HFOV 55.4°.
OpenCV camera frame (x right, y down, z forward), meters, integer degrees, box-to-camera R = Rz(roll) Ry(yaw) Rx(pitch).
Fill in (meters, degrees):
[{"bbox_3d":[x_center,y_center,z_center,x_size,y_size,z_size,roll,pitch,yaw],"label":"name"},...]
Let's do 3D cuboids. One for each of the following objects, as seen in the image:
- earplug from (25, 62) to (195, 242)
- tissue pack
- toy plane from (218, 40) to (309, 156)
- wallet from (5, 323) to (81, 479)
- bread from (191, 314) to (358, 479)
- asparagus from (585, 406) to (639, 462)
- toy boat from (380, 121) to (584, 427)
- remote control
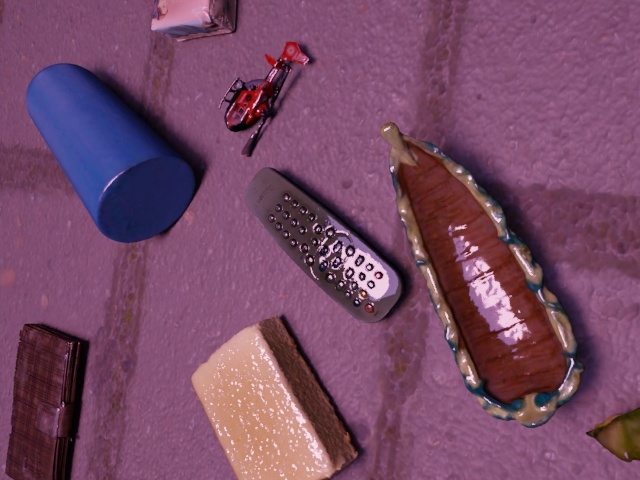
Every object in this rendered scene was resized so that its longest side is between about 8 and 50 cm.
[{"bbox_3d":[-0.291,-0.134,0.794,0.273,0.132,0.132,46,108,27],"label":"earplug"},{"bbox_3d":[-0.156,-0.293,0.760,0.094,0.059,0.074,1,86,28],"label":"tissue pack"},{"bbox_3d":[-0.071,-0.174,0.721,0.060,0.037,0.145,45,109,19],"label":"toy plane"},{"bbox_3d":[-0.400,0.243,0.878,0.124,0.042,0.230,10,91,32],"label":"wallet"},{"bbox_3d":[-0.055,0.192,0.677,0.125,0.068,0.188,-40,69,21],"label":"bread"},{"bbox_3d":[0.321,0.149,0.394,0.343,0.082,0.085,-175,85,-65],"label":"asparagus"},{"bbox_3d":[0.141,0.022,0.564,0.108,0.099,0.293,-29,82,25],"label":"toy boat"},{"bbox_3d":[0.000,0.000,0.670,0.222,0.042,0.072,43,107,22],"label":"remote control"}]
